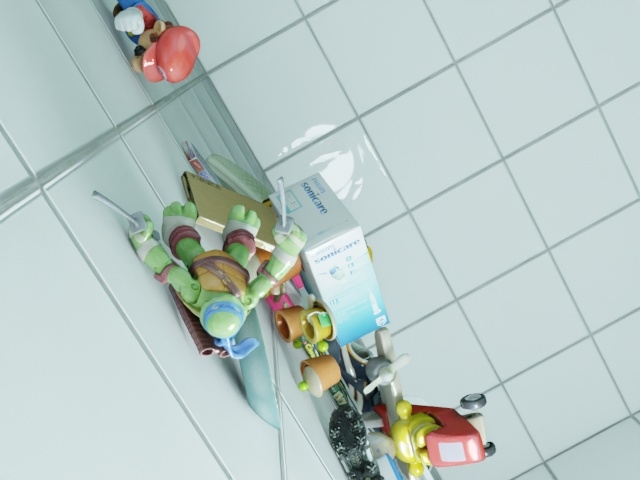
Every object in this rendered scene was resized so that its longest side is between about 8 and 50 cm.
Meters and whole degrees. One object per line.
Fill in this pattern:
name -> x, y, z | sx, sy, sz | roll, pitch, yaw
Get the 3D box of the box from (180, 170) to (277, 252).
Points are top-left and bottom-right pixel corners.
box -> -0.164, -0.050, 1.615 | 0.201, 0.021, 0.164 | 23, 24, -32

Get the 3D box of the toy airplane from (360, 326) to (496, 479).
toy airplane -> 0.186, 0.448, 1.977 | 0.386, 0.272, 0.384 | 51, -40, 30

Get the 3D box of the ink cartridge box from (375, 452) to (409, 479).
ink cartridge box -> 0.159, 0.550, 1.739 | 0.148, 0.086, 0.203 | 62, 4, 39

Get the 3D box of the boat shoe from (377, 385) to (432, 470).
boat shoe -> 0.227, 0.586, 2.465 | 0.340, 0.127, 0.113 | 68, 29, -25

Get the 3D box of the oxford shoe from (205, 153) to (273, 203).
oxford shoe -> -0.135, -0.037, 2.132 | 0.449, 0.130, 0.169 | 45, 13, -17

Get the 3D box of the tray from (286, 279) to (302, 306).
tray -> -0.121, 0.054, 2.023 | 0.270, 0.030, 0.145 | 52, 7, -30

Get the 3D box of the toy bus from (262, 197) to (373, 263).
toy bus -> 0.000, 0.000, 1.980 | 0.333, 0.108, 0.130 | 43, 34, -42

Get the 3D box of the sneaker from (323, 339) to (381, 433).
sneaker -> 0.106, 0.373, 2.229 | 0.321, 0.127, 0.126 | 62, 1, -14

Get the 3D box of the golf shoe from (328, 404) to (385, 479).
golf shoe -> 0.069, 0.423, 1.655 | 0.094, 0.077, 0.198 | 78, -6, -59

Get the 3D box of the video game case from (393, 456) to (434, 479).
video game case -> 0.247, 0.638, 2.191 | 0.173, 0.022, 0.190 | 61, -29, 4

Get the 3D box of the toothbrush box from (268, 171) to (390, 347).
toothbrush box -> 0.020, 0.041, 1.770 | 0.216, 0.126, 0.295 | 56, -12, 47

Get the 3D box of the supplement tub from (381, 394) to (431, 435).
supplement tub -> 0.236, 0.522, 2.280 | 0.199, 0.144, 0.144 | 92, -22, -48

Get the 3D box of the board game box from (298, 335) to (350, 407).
board game box -> -0.005, 0.284, 2.077 | 0.259, 0.030, 0.136 | 60, 0, -14

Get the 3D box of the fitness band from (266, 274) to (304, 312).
fitness band -> -0.088, 0.073, 1.930 | 0.291, 0.054, 0.209 | 59, 23, -11

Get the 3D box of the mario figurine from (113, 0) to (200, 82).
mario figurine -> -0.394, -0.438, 1.818 | 0.198, 0.170, 0.320 | 0, 40, -45

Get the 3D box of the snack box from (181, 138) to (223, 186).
snack box -> -0.261, -0.154, 1.929 | 0.064, 0.022, 0.178 | 64, 4, 37

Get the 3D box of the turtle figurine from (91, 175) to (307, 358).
turtle figurine -> -0.129, -0.014, 1.064 | 0.274, 0.198, 0.266 | 64, -2, -21

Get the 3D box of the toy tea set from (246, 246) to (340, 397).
toy tea set -> -0.074, 0.153, 1.672 | 0.336, 0.124, 0.200 | 58, -28, 23

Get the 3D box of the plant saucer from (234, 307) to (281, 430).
plant saucer -> -0.092, 0.169, 1.158 | 0.195, 0.037, 0.195 | 167, -90, -83
